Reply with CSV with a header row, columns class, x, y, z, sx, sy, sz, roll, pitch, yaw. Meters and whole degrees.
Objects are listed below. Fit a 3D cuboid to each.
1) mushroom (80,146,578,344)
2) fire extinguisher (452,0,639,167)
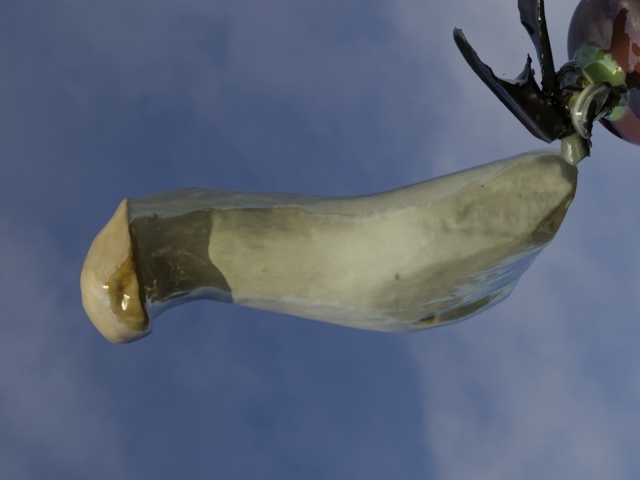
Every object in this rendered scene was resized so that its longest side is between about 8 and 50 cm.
class,x,y,z,sx,sy,sz,roll,pitch,yaw
mushroom,0.000,0.000,0.663,0.329,0.122,0.159,-5,-48,-8
fire extinguisher,0.156,-0.100,0.370,0.231,0.071,0.099,-26,-62,-12
